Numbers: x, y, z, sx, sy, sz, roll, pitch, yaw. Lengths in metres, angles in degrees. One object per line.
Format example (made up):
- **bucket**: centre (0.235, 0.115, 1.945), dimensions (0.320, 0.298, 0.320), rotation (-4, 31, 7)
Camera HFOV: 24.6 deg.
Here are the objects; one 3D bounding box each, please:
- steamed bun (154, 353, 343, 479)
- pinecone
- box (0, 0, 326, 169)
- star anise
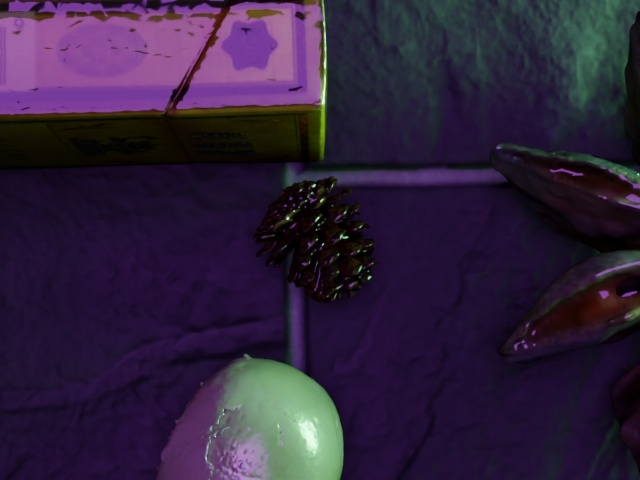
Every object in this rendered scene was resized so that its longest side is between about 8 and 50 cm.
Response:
- **steamed bun**: centre (-0.042, 0.141, 0.937), dimensions (0.112, 0.091, 0.130), rotation (31, 85, 1)
- **pinecone**: centre (0.000, 0.000, 0.960), dimensions (0.077, 0.077, 0.083), rotation (-44, 91, -4)
- **box**: centre (-0.146, -0.098, 0.910), dimensions (0.302, 0.193, 0.084), rotation (-1, 85, 0)
- **star anise**: centre (0.261, 0.008, 0.941), dimensions (0.332, 0.117, 0.331), rotation (-1, 76, 3)
